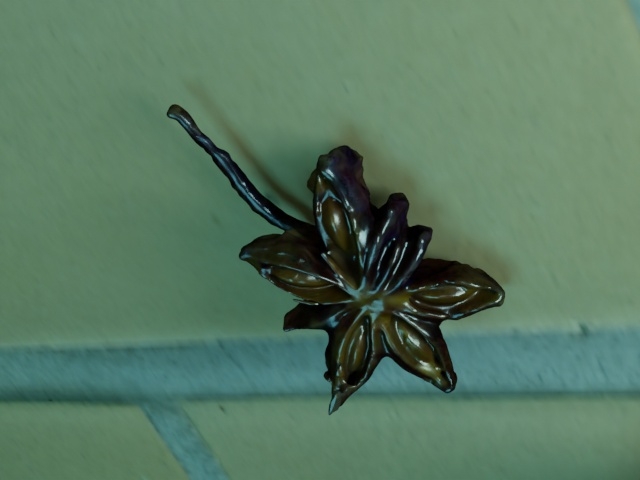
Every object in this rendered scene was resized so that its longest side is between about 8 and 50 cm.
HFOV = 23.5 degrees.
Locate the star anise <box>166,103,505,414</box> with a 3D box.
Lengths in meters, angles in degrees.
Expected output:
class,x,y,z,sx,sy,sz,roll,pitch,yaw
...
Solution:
class,x,y,z,sx,sy,sz,roll,pitch,yaw
star anise,0.000,0.000,0.737,0.191,0.070,0.097,43,113,-9
